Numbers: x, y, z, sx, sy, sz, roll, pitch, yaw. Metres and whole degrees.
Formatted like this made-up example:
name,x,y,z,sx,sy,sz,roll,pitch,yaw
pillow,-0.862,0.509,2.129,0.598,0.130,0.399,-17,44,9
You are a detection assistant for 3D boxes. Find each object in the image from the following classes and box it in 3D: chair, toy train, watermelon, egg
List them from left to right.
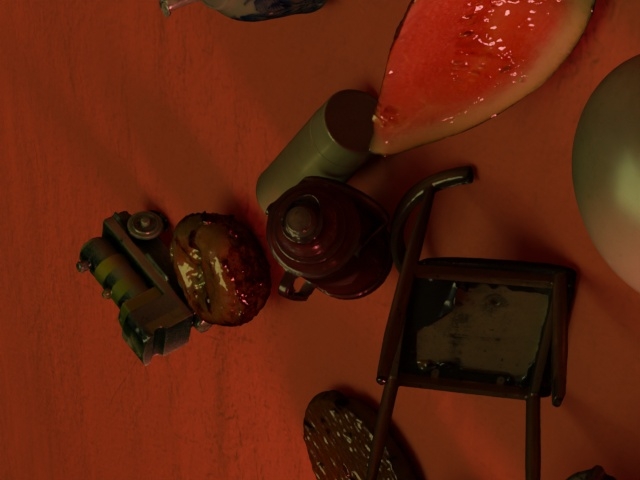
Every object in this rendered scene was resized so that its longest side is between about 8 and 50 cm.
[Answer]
name,x,y,z,sx,sy,sz,roll,pitch,yaw
toy train,-0.222,0.049,2.105,0.200,0.132,0.083,46,146,27
chair,0.137,0.083,1.504,0.188,0.166,0.272,94,-177,-45
watermelon,0.144,-0.184,1.297,0.128,0.159,0.303,28,145,3
egg,0.256,-0.042,1.186,0.149,0.149,0.192,10,120,57

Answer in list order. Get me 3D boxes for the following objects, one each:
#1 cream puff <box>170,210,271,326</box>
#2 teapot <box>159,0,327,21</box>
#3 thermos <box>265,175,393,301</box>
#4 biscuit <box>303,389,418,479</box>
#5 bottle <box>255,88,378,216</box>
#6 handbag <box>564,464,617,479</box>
name,x,y,z,sx,sy,sz,roll,pitch,yaw
cream puff,-0.112,0.028,1.949,0.149,0.084,0.149,34,137,40
teapot,-0.074,-0.273,1.566,0.159,0.159,0.232,62,152,4
thermos,0.003,0.002,1.590,0.099,0.124,0.232,27,179,14
biscuit,0.052,0.268,1.917,0.212,0.036,0.212,40,145,36
bottle,0.000,-0.081,1.678,0.072,0.072,0.201,61,152,7
handbag,0.267,0.418,1.373,0.416,0.180,0.317,42,137,0
